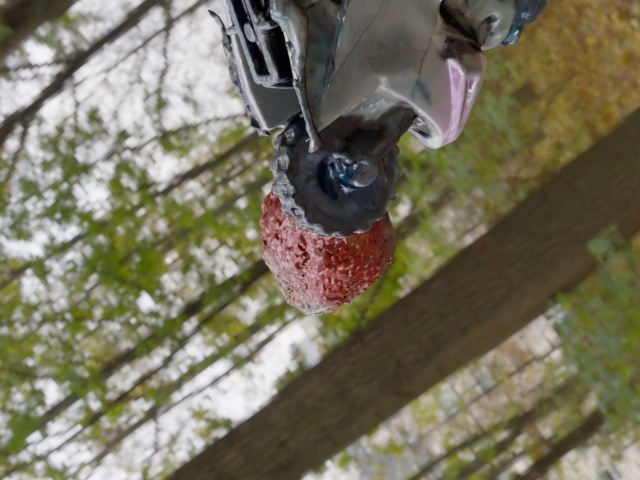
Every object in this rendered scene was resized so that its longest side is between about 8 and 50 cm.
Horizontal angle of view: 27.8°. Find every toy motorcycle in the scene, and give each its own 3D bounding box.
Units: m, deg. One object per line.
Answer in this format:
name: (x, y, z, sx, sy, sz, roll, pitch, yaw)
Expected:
toy motorcycle: (0.035, -0.143, 0.704, 0.108, 0.204, 0.239, 33, 142, 54)

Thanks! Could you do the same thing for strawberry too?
strawberry: (0.001, 0.001, 0.892, 0.106, 0.106, 0.106, 53, -173, -9)
